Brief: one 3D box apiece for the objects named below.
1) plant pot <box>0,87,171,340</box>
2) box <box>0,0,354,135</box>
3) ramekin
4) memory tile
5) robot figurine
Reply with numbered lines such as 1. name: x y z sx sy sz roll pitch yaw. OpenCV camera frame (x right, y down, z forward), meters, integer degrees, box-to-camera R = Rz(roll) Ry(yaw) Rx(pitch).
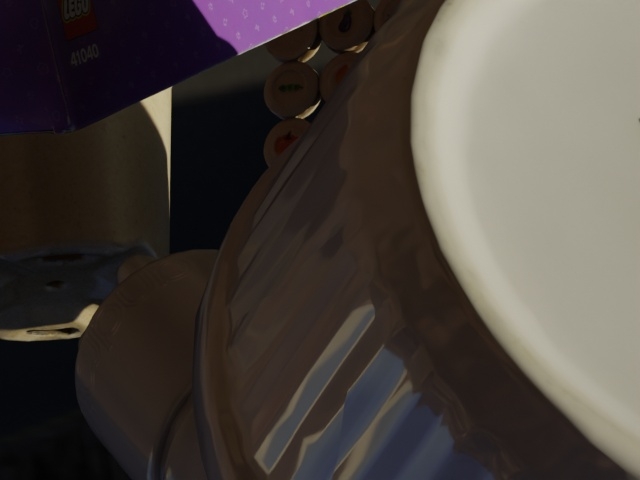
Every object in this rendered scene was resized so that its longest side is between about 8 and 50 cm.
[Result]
1. plant pot: -0.274 -0.080 1.925 0.334 0.305 0.334 -8 155 -4
2. box: -0.109 -0.095 0.771 0.201 0.057 0.293 -5 -165 27
3. ramekin: 0.108 0.023 0.554 0.273 0.273 0.127 -3 145 -20
4. memory tile: 0.033 -0.097 1.173 0.148 0.113 0.012 -6 162 24
5. robot figurine: -0.069 0.139 1.577 0.200 0.300 0.353 18 -167 -37
